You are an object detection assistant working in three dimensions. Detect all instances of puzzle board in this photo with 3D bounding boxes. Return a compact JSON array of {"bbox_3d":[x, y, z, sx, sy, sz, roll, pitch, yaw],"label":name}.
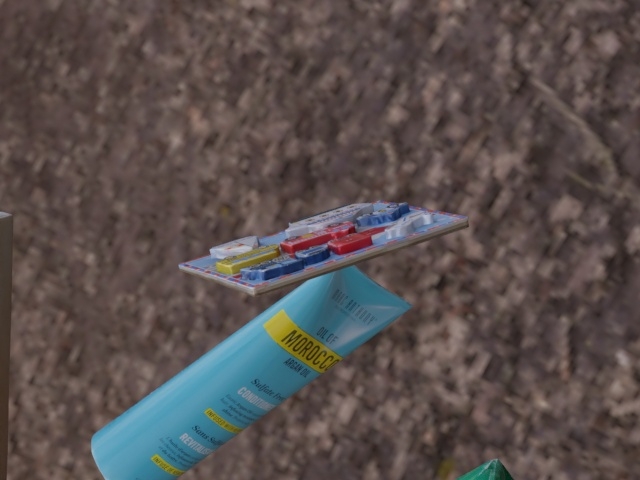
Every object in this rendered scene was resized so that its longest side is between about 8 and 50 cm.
[{"bbox_3d":[0.000,0.000,0.930,0.096,0.128,0.011,15,119,61],"label":"puzzle board"}]

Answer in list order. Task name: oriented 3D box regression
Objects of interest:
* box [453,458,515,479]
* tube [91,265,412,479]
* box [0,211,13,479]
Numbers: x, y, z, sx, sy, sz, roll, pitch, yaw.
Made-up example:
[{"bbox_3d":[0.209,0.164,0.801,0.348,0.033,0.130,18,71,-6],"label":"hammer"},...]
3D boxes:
[{"bbox_3d":[0.066,0.170,0.587,0.105,0.179,0.043,-31,11,21],"label":"box"},{"bbox_3d":[-0.046,0.083,1.074,0.207,0.080,0.052,-37,57,14],"label":"tube"},{"bbox_3d":[-0.317,0.131,1.290,0.148,0.121,0.311,9,102,25],"label":"box"}]
